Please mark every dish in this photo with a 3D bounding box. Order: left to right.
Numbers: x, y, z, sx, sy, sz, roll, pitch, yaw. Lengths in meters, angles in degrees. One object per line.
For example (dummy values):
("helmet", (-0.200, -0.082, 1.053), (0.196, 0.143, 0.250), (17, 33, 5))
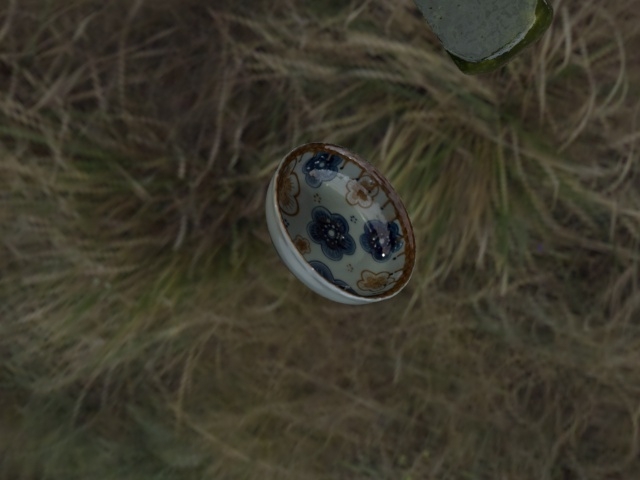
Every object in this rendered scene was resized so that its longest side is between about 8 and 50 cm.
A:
("dish", (0.000, 0.000, 1.099), (0.141, 0.141, 0.078), (45, 133, -8))

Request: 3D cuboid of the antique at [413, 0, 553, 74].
("antique", (0.080, -0.221, 0.953), (0.081, 0.080, 0.221), (-31, 88, 16))
